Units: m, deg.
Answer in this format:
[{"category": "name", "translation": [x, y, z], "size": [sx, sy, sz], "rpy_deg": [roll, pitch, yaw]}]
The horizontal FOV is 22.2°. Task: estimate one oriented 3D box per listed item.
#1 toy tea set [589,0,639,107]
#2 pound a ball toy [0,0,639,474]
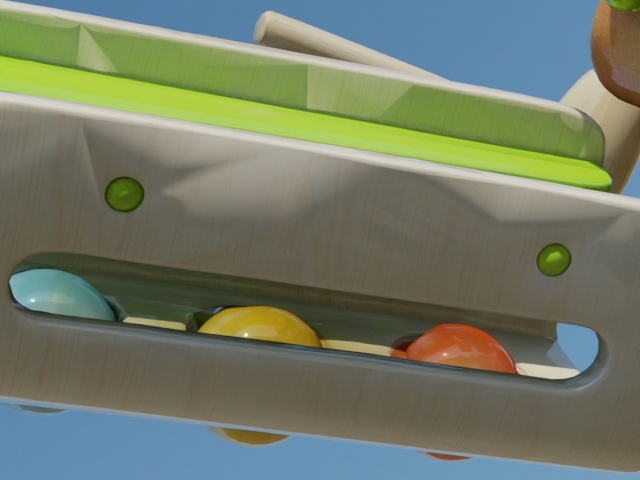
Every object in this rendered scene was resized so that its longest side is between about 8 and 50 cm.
[{"category": "toy tea set", "translation": [0.179, -0.120, 0.696], "size": [0.200, 0.124, 0.336], "rpy_deg": [-28, -53, -12]}, {"category": "pound a ball toy", "translation": [0.000, 0.000, 0.629], "size": [0.319, 0.208, 0.136], "rpy_deg": [9, -70, -17]}]
